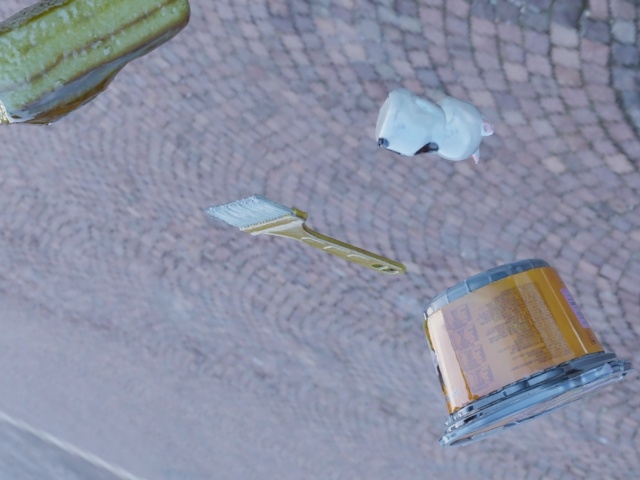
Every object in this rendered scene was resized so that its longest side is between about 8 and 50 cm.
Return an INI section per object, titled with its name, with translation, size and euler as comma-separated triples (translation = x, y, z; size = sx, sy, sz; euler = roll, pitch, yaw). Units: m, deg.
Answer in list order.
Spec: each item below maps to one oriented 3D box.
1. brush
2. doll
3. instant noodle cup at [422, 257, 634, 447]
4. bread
[brush]
translation = 0.000, 0.000, 1.304
size = 0.272, 0.013, 0.103
euler = 22, 158, -37
[doll]
translation = 0.176, -0.184, 1.767
size = 0.181, 0.107, 0.110
euler = 2, 157, -11
[instant noodle cup]
translation = 0.166, 0.093, 0.971
size = 0.208, 0.178, 0.125
euler = -36, 69, 40
[bread]
translation = -0.270, -0.213, 1.188
size = 0.184, 0.234, 0.110
euler = 11, 134, 61
